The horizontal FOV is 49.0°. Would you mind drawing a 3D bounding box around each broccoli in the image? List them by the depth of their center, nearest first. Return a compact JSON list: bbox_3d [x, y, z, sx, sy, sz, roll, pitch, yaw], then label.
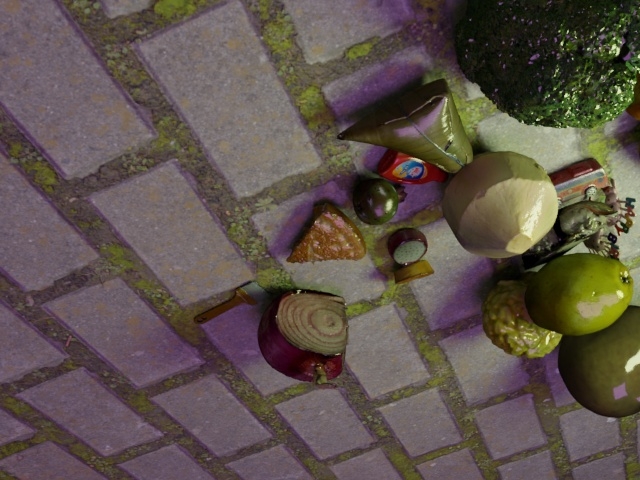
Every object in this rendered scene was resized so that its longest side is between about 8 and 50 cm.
[{"bbox_3d":[0.430,-0.363,1.295,0.321,0.310,0.413,1,168,-26],"label":"broccoli"}]

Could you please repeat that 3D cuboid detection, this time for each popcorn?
[{"bbox_3d":[0.565,0.210,1.956,0.259,0.259,0.212,3,158,-17],"label":"popcorn"}]

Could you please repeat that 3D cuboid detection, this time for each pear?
[{"bbox_3d":[0.645,0.134,1.764,0.269,0.212,0.212,-22,138,36],"label":"pear"}]

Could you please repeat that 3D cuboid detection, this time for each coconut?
[{"bbox_3d":[0.410,-0.073,1.600,0.259,0.259,0.259,-7,135,-7],"label":"coconut"}]

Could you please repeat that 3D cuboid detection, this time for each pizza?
[{"bbox_3d":[0.000,0.000,1.709,0.199,0.062,0.188,-25,123,19],"label":"pizza"}]

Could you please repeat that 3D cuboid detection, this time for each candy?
[{"bbox_3d":[0.222,0.016,1.786,0.103,0.043,0.103,-7,135,-7],"label":"candy"}]

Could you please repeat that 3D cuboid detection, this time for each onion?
[{"bbox_3d":[-0.043,0.265,1.845,0.256,0.272,0.230,32,140,2],"label":"onion"}]

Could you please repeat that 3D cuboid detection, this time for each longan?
[{"bbox_3d":[0.903,0.363,2.099,0.361,0.361,0.361,-7,135,-7],"label":"longan"}]

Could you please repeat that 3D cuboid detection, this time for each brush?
[{"bbox_3d":[-0.241,0.172,1.852,0.218,0.010,0.082,-27,135,15],"label":"brush"}]

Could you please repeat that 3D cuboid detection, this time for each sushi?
[{"bbox_3d":[0.608,-0.042,1.746,0.134,0.109,0.273,-16,160,-33],"label":"sushi"}]

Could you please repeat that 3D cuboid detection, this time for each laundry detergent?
[{"bbox_3d":[0.219,-0.160,1.608,0.165,0.049,0.097,14,140,-27],"label":"laundry detergent"}]

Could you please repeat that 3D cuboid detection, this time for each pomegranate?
[{"bbox_3d":[0.142,-0.094,1.621,0.142,0.114,0.114,-19,142,-32],"label":"pomegranate"}]

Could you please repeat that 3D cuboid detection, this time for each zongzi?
[{"bbox_3d":[0.188,-0.205,1.505,0.256,0.115,0.228,-26,135,9],"label":"zongzi"}]

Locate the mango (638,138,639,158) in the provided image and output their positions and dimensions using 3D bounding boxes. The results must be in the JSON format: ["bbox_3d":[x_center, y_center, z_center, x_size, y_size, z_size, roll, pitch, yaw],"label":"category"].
[{"bbox_3d":[0.887,-0.205,1.630,0.253,0.182,0.365,-33,132,18],"label":"mango"}]

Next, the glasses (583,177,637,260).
[{"bbox_3d":[0.741,-0.039,1.777,0.095,0.162,0.255,-9,136,-9],"label":"glasses"}]

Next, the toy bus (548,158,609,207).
[{"bbox_3d":[0.603,-0.135,1.717,0.192,0.065,0.077,-22,128,8],"label":"toy bus"}]

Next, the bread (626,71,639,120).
[{"bbox_3d":[0.739,-0.343,1.399,0.172,0.312,0.312,24,126,-11],"label":"bread"}]

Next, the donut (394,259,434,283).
[{"bbox_3d":[0.243,0.083,1.839,0.108,0.043,0.097,-19,170,-4],"label":"donut"}]
